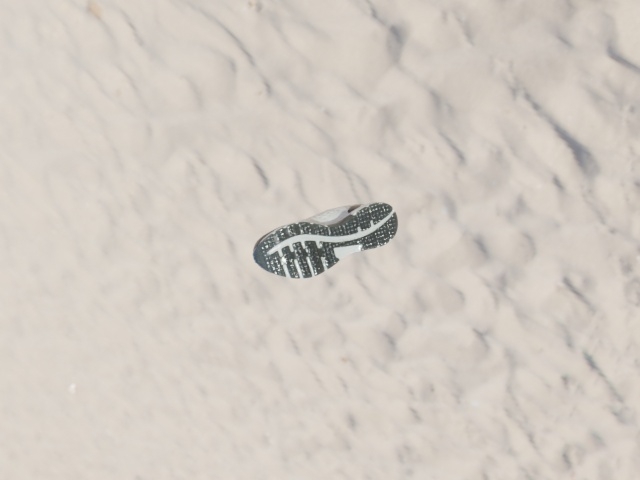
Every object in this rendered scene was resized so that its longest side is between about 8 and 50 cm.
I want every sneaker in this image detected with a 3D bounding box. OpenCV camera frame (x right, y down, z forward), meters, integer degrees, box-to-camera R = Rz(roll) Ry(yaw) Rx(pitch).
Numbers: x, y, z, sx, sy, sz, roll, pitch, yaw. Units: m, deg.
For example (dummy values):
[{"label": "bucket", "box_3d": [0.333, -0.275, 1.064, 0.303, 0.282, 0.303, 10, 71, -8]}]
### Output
[{"label": "sneaker", "box_3d": [0.000, 0.000, 0.780, 0.044, 0.109, 0.040, 8, 110, 62]}]
